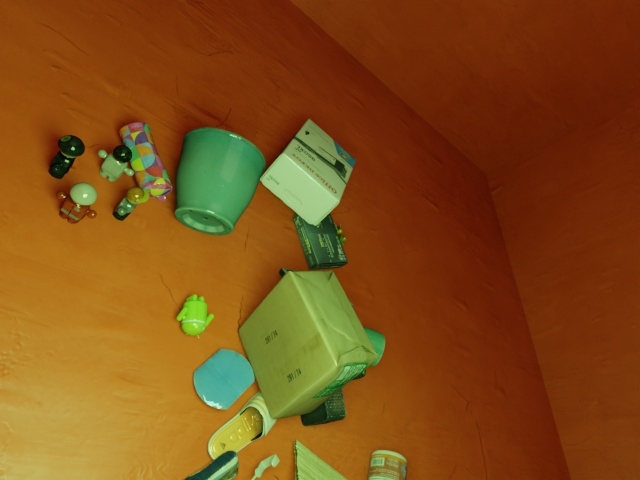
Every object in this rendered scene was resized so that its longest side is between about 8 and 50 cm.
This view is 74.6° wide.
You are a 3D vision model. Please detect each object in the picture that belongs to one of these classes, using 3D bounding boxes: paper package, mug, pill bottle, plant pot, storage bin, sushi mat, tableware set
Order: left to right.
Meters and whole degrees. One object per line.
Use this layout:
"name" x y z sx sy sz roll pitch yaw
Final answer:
"plant pot" -0.331 -0.164 1.318 0.271 0.271 0.256 26 63 -33
"paper package" -0.050 0.288 1.180 0.168 0.325 0.310 4 47 -45
"storage bin" -0.002 0.476 1.318 0.084 0.122 0.180 14 55 -41
"sushi mat" 0.034 0.714 1.212 0.316 0.019 0.151 46 9 -19
"tableware set" 0.090 -0.024 1.772 0.154 0.024 0.104 44 26 -79
"mug" 0.160 0.391 1.560 0.097 0.158 0.130 23 65 -11
"pill bottle" 0.205 0.793 1.324 0.121 0.121 0.216 39 42 -21

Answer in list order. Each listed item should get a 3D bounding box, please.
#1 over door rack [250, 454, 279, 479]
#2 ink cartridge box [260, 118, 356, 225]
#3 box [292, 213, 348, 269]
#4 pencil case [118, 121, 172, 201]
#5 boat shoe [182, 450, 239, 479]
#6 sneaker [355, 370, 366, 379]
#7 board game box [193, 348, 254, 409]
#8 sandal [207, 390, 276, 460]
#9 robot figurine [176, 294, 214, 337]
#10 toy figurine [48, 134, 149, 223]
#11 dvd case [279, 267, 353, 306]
"over door rack" -0.165 0.726 0.988 0.240 0.108 0.324 58 37 1
"ink cartridge box" -0.036 -0.288 1.721 0.285 0.166 0.395 39 35 -12
"box" 0.000 0.000 1.696 0.183 0.059 0.233 0 64 -46
"pencil case" -0.529 -0.238 1.272 0.104 0.104 0.237 -11 75 -49
"boat shoe" -0.270 0.587 1.003 0.183 0.066 0.066 -21 101 -38
"sneaker" 0.047 0.339 1.455 0.344 0.134 0.146 51 38 -6
"board game box" -0.271 0.385 1.165 0.133 0.033 0.168 43 43 8
"sandal" -0.183 0.501 1.147 0.265 0.076 0.102 -29 87 -52
"robot figurine" -0.352 0.212 1.172 0.101 0.067 0.115 31 44 -46
"toy figurine" -0.586 -0.160 1.113 0.209 0.148 0.213 -4 68 -48
"dvd case" -0.015 0.175 1.513 0.238 0.030 0.179 17 19 -40
